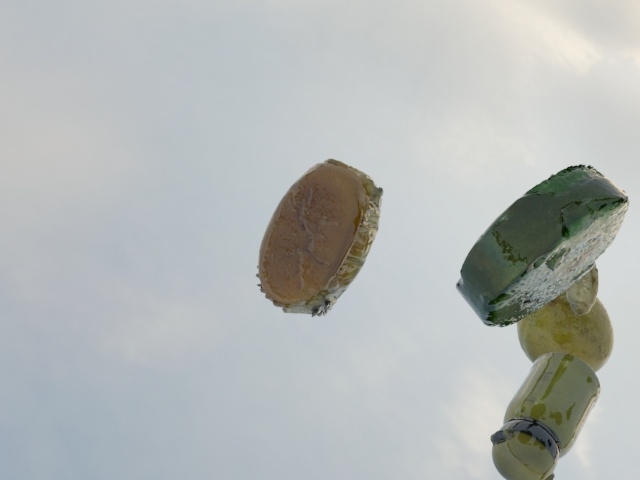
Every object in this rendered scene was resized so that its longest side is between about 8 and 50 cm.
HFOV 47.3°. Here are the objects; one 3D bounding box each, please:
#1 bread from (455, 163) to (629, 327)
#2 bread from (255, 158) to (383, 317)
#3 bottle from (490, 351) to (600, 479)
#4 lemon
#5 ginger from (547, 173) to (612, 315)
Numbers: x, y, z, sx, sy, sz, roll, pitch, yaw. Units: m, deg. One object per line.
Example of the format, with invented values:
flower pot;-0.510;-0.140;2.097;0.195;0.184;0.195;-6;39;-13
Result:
bread;0.442;0.020;1.435;0.129;0.366;0.382;53;-158;25
bread;-0.010;-0.004;1.758;0.236;0.388;0.183;29;-171;33
bottle;0.507;0.420;1.680;0.171;0.171;0.351;43;-135;9
lemon;0.696;0.263;2.079;0.310;0.258;0.258;53;-144;-24
ginger;0.661;-0.051;1.834;0.363;0.122;0.348;-43;-56;-39
